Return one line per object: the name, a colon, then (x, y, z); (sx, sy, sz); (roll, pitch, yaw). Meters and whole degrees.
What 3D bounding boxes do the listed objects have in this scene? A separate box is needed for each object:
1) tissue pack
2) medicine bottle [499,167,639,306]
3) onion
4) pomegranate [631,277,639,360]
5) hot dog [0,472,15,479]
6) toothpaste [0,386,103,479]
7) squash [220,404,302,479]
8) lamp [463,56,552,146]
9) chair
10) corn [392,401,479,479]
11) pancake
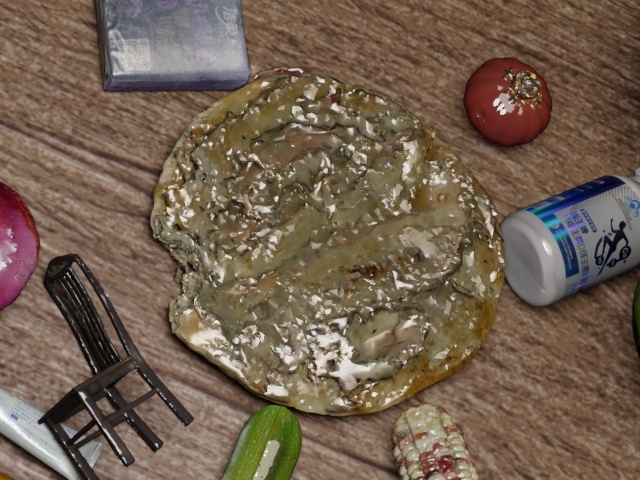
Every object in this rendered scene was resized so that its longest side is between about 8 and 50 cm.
tissue pack: (-0.155, -0.214, 2.017); (0.156, 0.051, 0.112); (-2, 75, -20)
medicine bottle: (0.292, -0.008, 2.062); (0.191, 0.107, 0.107); (-21, 79, -24)
onion: (-0.342, -0.011, 1.830); (0.150, 0.140, 0.150); (4, 57, -6)
pomegranate: (0.444, 0.045, 1.989); (0.242, 0.306, 0.242); (6, 27, -3)
hot dog: (-0.264, 0.271, 1.792); (0.286, 0.088, 0.061); (33, 65, -11)
toothpaste: (-0.310, 0.161, 1.840); (0.218, 0.033, 0.052); (33, 59, -8)
squash: (-0.078, 0.263, 1.863); (0.066, 0.066, 0.229); (29, 64, -7)
lamp: (0.205, -0.151, 2.094); (0.101, 0.090, 0.101); (8, 68, -20)
chair: (-0.230, 0.121, 1.843); (0.101, 0.084, 0.212); (-32, 84, -43)
corn: (0.133, 0.269, 1.894); (0.079, 0.079, 0.237); (-7, 51, -21)
pancake: (0.001, 0.000, 1.981); (0.382, 0.071, 0.382); (5, 71, -15)
